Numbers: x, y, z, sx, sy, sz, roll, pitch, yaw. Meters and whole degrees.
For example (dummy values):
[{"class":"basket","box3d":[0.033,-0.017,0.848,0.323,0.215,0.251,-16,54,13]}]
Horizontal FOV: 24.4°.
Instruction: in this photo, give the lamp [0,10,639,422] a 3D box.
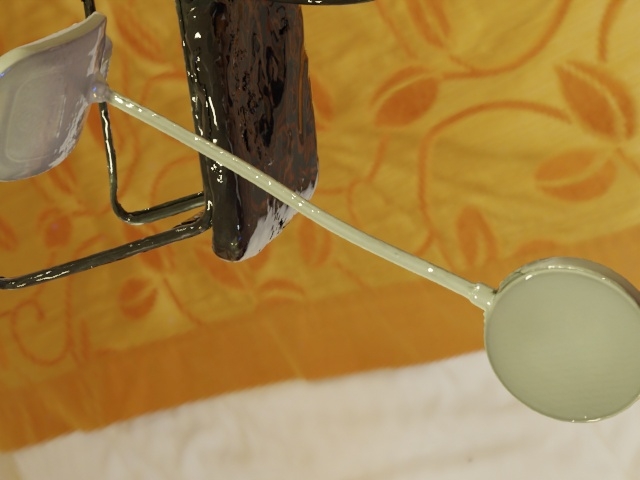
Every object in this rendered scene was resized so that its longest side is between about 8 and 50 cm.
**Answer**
[{"class":"lamp","box3d":[0.000,0.000,0.411,0.198,0.056,0.050,27,122,6]}]

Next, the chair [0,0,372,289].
[{"class":"chair","box3d":[-0.028,-0.067,0.635,0.221,0.140,0.145,-3,104,18]}]
